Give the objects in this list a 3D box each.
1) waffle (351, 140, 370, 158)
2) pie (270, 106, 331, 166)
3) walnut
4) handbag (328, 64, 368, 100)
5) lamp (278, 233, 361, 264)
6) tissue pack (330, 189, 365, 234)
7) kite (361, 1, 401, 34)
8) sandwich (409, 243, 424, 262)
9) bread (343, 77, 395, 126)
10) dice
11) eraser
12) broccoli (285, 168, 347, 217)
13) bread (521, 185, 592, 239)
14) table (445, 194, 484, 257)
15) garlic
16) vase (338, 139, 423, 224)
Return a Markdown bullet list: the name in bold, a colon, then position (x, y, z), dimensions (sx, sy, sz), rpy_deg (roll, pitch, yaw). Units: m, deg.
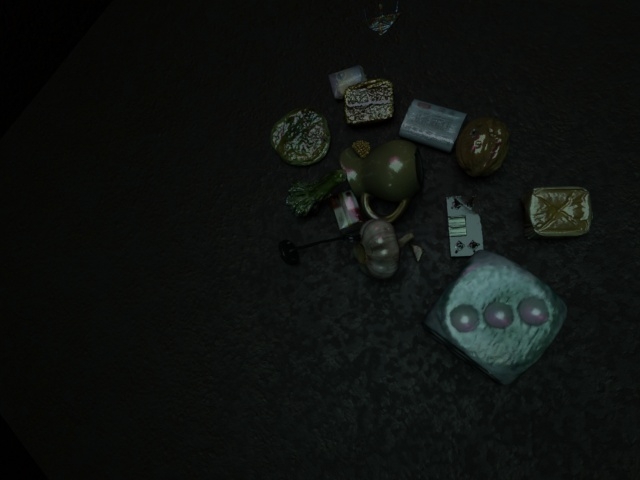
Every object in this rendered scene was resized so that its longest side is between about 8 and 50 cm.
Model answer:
- **waffle**: position (0.173, -0.396, 1.769), dimensions (0.085, 0.016, 0.078), rpy_deg (24, 80, 17)
- **pie**: position (-0.088, -0.457, 1.813), dimensions (0.277, 0.078, 0.276), rpy_deg (-3, 78, 15)
- **walnut**: position (0.615, -0.357, 1.565), dimensions (0.198, 0.198, 0.244), rpy_deg (16, 82, 16)
- **handbag**: position (0.132, -0.696, 1.810), dimensions (0.173, 0.095, 0.117), rpy_deg (-15, 91, 16)
- **lamp**: position (0.001, 0.038, 1.615), dimensions (0.371, 0.130, 0.108), rpy_deg (-5, 90, 29)
- **tissue pack**: position (0.112, -0.117, 1.679), dimensions (0.106, 0.099, 0.148), rpy_deg (-20, 74, 8)
- **kite**: position (0.279, -1.010, 1.881), dimensions (0.183, 0.010, 0.160), rpy_deg (-3, 81, 16)
- **sandwich**: position (0.386, 0.043, 1.615), dimensions (0.044, 0.031, 0.083), rpy_deg (-20, 74, 11)
- **bread**: position (0.204, -0.582, 1.740), dimensions (0.222, 0.096, 0.181), rpy_deg (-7, 99, 10)
- **dice**: position (0.561, 0.255, 1.372), dimensions (0.328, 0.330, 0.348), rpy_deg (38, 90, 18)
- **eraser**: position (0.458, -0.470, 1.684), dimensions (0.227, 0.081, 0.174), rpy_deg (23, 88, 16)
- **broccoli**: position (-0.011, -0.207, 1.653), dimensions (0.304, 0.146, 0.164), rpy_deg (-24, 63, 42)
- **bread**: position (0.851, -0.097, 1.494), dimensions (0.210, 0.110, 0.192), rpy_deg (-4, 84, 13)
- **table**: position (0.549, -0.061, 1.557), dimensions (0.122, 0.111, 0.240), rpy_deg (-4, 77, 14)
- **garlic**: position (0.260, 0.022, 1.576), dimensions (0.253, 0.245, 0.245), rpy_deg (-14, 73, -20)
- **vase**: position (0.244, -0.222, 1.618), dimensions (0.302, 0.241, 0.329), rpy_deg (-4, 90, 24)
